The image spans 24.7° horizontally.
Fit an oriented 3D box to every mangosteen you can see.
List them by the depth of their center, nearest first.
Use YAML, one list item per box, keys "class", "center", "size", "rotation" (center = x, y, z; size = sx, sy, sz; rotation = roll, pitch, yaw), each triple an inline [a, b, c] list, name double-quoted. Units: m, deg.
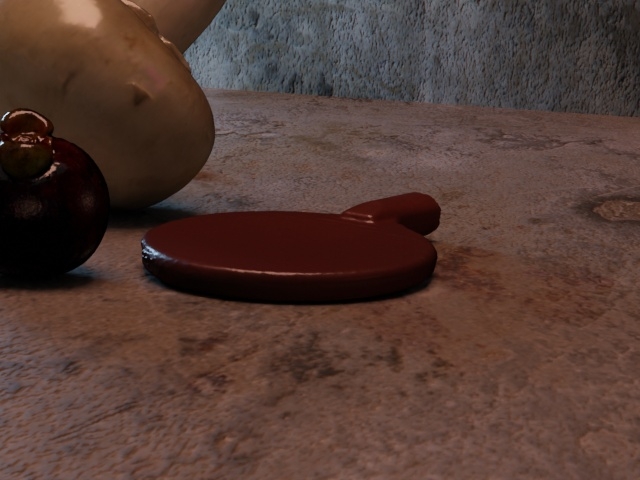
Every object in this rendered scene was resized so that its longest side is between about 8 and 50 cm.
- class: "mangosteen"
  center: [-0.257, -0.041, 1.287]
  size: [0.153, 0.152, 0.152]
  rotation: [3, 10, -1]

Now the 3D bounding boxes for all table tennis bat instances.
- class: "table tennis bat"
  center: [0.000, 0.000, 1.427]
  size: [0.268, 0.051, 0.415]
  rotation: [10, 14, 30]

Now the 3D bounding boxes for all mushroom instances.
- class: "mushroom"
  center: [-0.227, -0.214, 1.650]
  size: [0.314, 0.336, 0.314]
  rotation: [30, -17, 10]
